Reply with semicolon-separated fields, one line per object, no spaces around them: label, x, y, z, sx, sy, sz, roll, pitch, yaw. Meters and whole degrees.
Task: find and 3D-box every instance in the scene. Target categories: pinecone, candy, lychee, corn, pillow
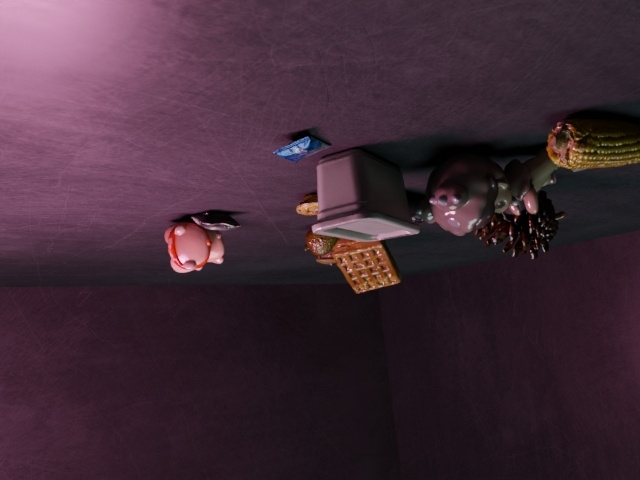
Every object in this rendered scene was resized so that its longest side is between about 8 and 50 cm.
pinecone;0.619;-0.060;1.994;0.309;0.244;0.244;6;177;29
candy;-0.038;-0.199;1.356;0.088;0.038;0.136;-25;171;20
lychee;0.000;0.000;2.293;0.146;0.114;0.114;-28;164;17
corn;0.642;-0.223;1.428;0.322;0.119;0.119;-7;171;-26
pillow;-0.320;-0.058;1.914;0.091;0.055;0.135;-12;167;42

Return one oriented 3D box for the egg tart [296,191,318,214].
egg tart;-0.009;-0.108;1.837;0.130;0.052;0.130;-5;170;-1

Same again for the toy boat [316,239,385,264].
toy boat;0.119;0.028;2.593;0.321;0.089;0.121;-13;151;26

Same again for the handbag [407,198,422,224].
handbag;0.217;-0.087;2.011;0.244;0.088;0.275;-18;162;40

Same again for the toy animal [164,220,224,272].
toy animal;-0.397;0.017;1.951;0.171;0.171;0.197;-11;-178;23

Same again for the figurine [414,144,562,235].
figurine;0.432;-0.139;1.589;0.380;0.203;0.248;-17;178;-9

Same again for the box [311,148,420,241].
box;0.111;-0.105;1.549;0.175;0.182;0.312;-11;168;29

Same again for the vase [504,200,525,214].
vase;0.525;-0.143;1.839;0.183;0.120;0.120;8;169;-5

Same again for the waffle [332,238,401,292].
waffle;0.190;0.092;2.525;0.224;0.098;0.328;-13;142;15

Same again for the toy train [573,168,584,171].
toy train;0.775;-0.236;1.612;0.252;0.055;0.048;-13;159;32
